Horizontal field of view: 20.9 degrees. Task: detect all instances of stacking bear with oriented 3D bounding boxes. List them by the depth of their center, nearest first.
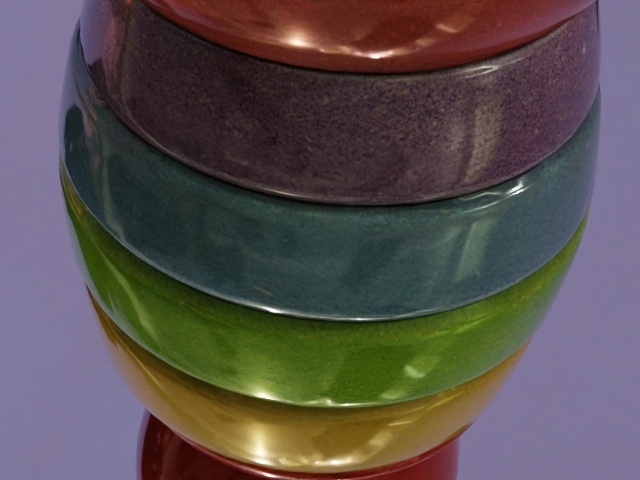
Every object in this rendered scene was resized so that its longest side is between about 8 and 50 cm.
[{"bbox_3d":[0.000,0.000,0.526,0.175,0.164,0.289,10,-49,5],"label":"stacking bear"}]
